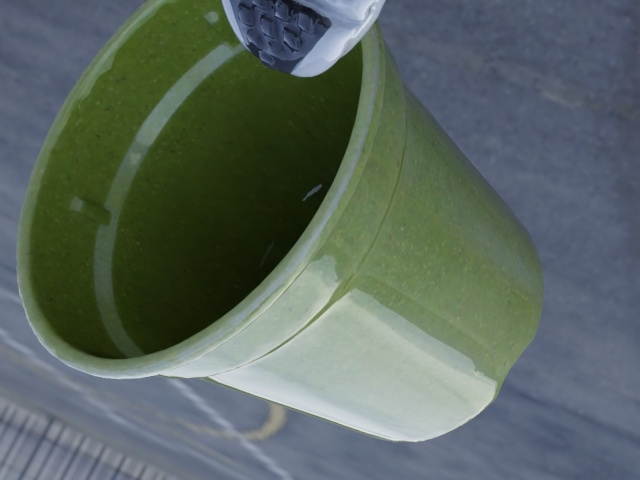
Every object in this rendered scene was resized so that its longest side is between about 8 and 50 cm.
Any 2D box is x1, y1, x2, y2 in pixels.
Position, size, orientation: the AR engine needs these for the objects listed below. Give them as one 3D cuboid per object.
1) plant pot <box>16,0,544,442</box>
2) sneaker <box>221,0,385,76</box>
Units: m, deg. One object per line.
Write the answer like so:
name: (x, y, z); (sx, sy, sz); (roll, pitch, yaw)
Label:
plant pot: (0.000, 0.000, 0.892); (0.276, 0.276, 0.254); (11, 163, 47)
sneaker: (0.038, -0.206, 0.634); (0.110, 0.292, 0.118); (36, -149, 27)
